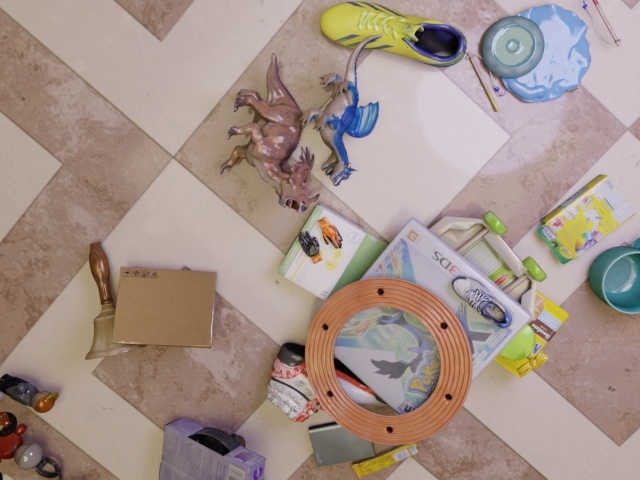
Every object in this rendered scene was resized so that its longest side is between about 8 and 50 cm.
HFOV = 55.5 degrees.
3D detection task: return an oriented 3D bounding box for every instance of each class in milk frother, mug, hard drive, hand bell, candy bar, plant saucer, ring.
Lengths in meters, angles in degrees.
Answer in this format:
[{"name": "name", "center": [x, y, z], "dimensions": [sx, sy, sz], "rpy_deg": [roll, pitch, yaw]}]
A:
[{"name": "milk frother", "center": [-0.621, 0.578, 1.361], "dimensions": [0.143, 0.135, 0.129], "rpy_deg": [35, 99, -5]}, {"name": "mug", "center": [0.637, 0.069, 1.254], "dimensions": [0.158, 0.097, 0.129], "rpy_deg": [-30, 98, 6]}, {"name": "hard drive", "center": [0.048, 0.455, 1.378], "dimensions": [0.135, 0.022, 0.094], "rpy_deg": [-12, 100, 4]}, {"name": "hand bell", "center": [-0.461, 0.123, 1.307], "dimensions": [0.126, 0.126, 0.241], "rpy_deg": [-12, 87, 4]}, {"name": "candy bar", "center": [0.150, 0.497, 1.385], "dimensions": [0.162, 0.018, 0.040], "rpy_deg": [-25, 102, 5]}, {"name": "plant saucer", "center": [0.376, -0.379, 1.190], "dimensions": [0.120, 0.021, 0.119], "rpy_deg": [3, 101, 13]}, {"name": "ring", "center": [0.132, 0.239, 1.217], "dimensions": [0.337, 0.032, 0.336], "rpy_deg": [1, 92, 19]}]

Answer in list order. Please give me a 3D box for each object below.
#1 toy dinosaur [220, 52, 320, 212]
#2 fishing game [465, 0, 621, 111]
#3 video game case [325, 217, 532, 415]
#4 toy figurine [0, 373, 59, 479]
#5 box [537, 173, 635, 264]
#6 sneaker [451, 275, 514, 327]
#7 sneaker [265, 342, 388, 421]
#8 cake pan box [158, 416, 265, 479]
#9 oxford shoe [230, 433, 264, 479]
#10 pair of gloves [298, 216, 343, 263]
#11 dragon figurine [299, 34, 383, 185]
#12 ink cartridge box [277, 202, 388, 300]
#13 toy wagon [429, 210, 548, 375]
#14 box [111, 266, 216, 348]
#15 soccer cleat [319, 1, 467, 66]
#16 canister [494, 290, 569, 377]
[{"name": "toy dinosaur", "center": [-0.083, -0.207, 1.218], "dimensions": [0.201, 0.127, 0.295], "rpy_deg": [12, 85, -10]}, {"name": "fishing game", "center": [0.443, -0.369, 1.210], "dimensions": [0.264, 0.041, 0.189], "rpy_deg": [-32, 97, 16]}, {"name": "video game case", "center": [0.196, 0.173, 1.226], "dimensions": [0.300, 0.036, 0.329], "rpy_deg": [41, 105, 12]}, {"name": "toy figurine", "center": [-0.679, 0.409, 1.294], "dimensions": [0.148, 0.213, 0.209], "rpy_deg": [23, 96, 10]}, {"name": "box", "center": [0.545, -0.041, 1.265], "dimensions": [0.179, 0.043, 0.105], "rpy_deg": [-39, 97, 5]}, {"name": "sneaker", "center": [0.305, 0.114, 1.139], "dimensions": [0.135, 0.058, 0.052], "rpy_deg": [37, 103, 14]}, {"name": "sneaker", "center": [0.015, 0.336, 1.325], "dimensions": [0.270, 0.090, 0.144], "rpy_deg": [22, 101, 1]}, {"name": "cake pan box", "center": [-0.246, 0.545, 1.325], "dimensions": [0.246, 0.070, 0.266], "rpy_deg": [13, 101, 29]}, {"name": "oxford shoe", "center": [-0.170, 0.544, 1.383], "dimensions": [0.096, 0.083, 0.227], "rpy_deg": [-7, 97, -23]}, {"name": "pair of gloves", "center": [0.000, 0.000, 1.250], "dimensions": [0.083, 0.010, 0.074], "rpy_deg": [-32, 97, 10]}, {"name": "dragon figurine", "center": [0.056, -0.255, 1.203], "dimensions": [0.144, 0.085, 0.289], "rpy_deg": [23, 95, -47]}, {"name": "ink cartridge box", "center": [0.052, 0.052, 1.290], "dimensions": [0.235, 0.056, 0.171], "rpy_deg": [31, 99, -2]}, {"name": "toy wagon", "center": [0.322, 0.119, 1.237], "dimensions": [0.267, 0.068, 0.344], "rpy_deg": [-41, 81, 16]}, {"name": "box", "center": [-0.324, 0.140, 1.276], "dimensions": [0.201, 0.021, 0.164], "rpy_deg": [4, 71, -10]}, {"name": "soccer cleat", "center": [0.142, -0.403, 1.169], "dimensions": [0.289, 0.121, 0.093], "rpy_deg": [14, 100, -1]}, {"name": "canister", "center": [0.427, 0.188, 1.294], "dimensions": [0.126, 0.073, 0.169], "rpy_deg": [35, 98, -4]}]
